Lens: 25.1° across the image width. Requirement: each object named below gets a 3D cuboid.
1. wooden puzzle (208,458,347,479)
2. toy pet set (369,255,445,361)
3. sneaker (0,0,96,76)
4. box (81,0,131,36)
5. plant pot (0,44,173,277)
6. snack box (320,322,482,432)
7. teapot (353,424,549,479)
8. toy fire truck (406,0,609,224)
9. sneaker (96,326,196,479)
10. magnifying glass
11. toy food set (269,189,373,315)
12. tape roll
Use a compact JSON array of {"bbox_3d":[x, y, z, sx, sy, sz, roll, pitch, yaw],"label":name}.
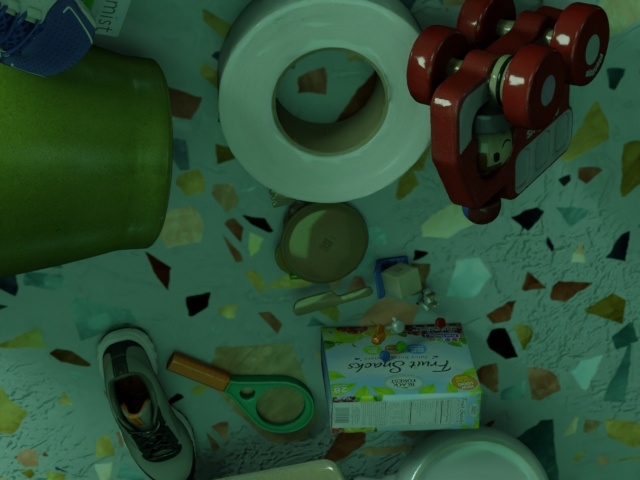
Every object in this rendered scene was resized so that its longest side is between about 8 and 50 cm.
[{"bbox_3d":[-0.041,0.455,2.146,0.322,0.080,0.348,-15,127,23],"label":"wooden puzzle"},{"bbox_3d":[0.102,0.088,2.009,0.122,0.065,0.114,-26,117,-32],"label":"toy pet set"},{"bbox_3d":[-0.373,-0.238,1.458,0.127,0.182,0.315,-39,132,19],"label":"sneaker"},{"bbox_3d":[-0.301,-0.369,1.578,0.231,0.127,0.262,9,144,-20],"label":"box"},{"bbox_3d":[-0.371,-0.112,1.730,0.353,0.366,0.366,0,119,-19],"label":"plant pot"},{"bbox_3d":[0.109,0.191,2.009,0.207,0.174,0.070,-2,120,-4],"label":"snack box"},{"bbox_3d":[0.221,0.388,2.129,0.252,0.187,0.256,-38,89,-6],"label":"teapot"},{"bbox_3d":[0.233,-0.157,1.778,0.169,0.302,0.254,16,129,31],"label":"toy fire truck"},{"bbox_3d":[-0.251,0.258,2.052,0.100,0.108,0.271,-18,120,3],"label":"sneaker"},{"bbox_3d":[-0.115,0.216,2.088,0.231,0.026,0.092,25,114,-17],"label":"magnifying glass"},{"bbox_3d":[0.000,0.000,1.980,0.132,0.038,0.192,-13,114,-6],"label":"toy food set"},{"bbox_3d":[0.010,-0.193,1.834,0.286,0.100,0.286,-2,118,-4],"label":"tape roll"}]
